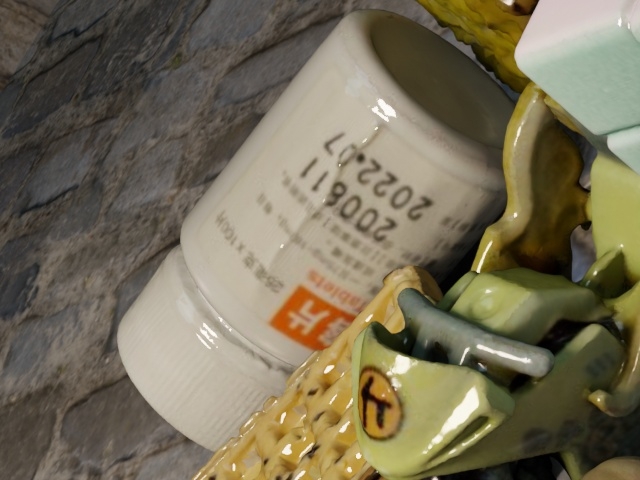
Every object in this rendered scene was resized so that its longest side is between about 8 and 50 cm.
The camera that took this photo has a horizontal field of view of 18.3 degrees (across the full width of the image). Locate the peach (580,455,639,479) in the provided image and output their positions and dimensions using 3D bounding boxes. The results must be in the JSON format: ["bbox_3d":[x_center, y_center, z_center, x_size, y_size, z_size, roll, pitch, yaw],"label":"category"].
[{"bbox_3d":[0.199,0.177,1.265,0.083,0.083,0.083,-42,24,24],"label":"peach"}]

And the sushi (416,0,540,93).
[{"bbox_3d":[0.200,-0.337,1.636,0.351,0.396,0.240,-49,18,-5],"label":"sushi"}]

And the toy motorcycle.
[{"bbox_3d":[0.160,0.046,1.321,0.169,0.237,0.410,24,72,43],"label":"toy motorcycle"}]

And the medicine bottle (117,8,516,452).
[{"bbox_3d":[0.000,0.000,1.717,0.371,0.211,0.211,-51,21,25],"label":"medicine bottle"}]

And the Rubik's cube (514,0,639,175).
[{"bbox_3d":[0.363,-0.158,1.130,0.316,0.322,0.318,-18,39,57],"label":"Rubik's cube"}]

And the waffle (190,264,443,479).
[{"bbox_3d":[-0.004,0.214,1.565,0.376,0.114,0.261,-46,23,15],"label":"waffle"}]
